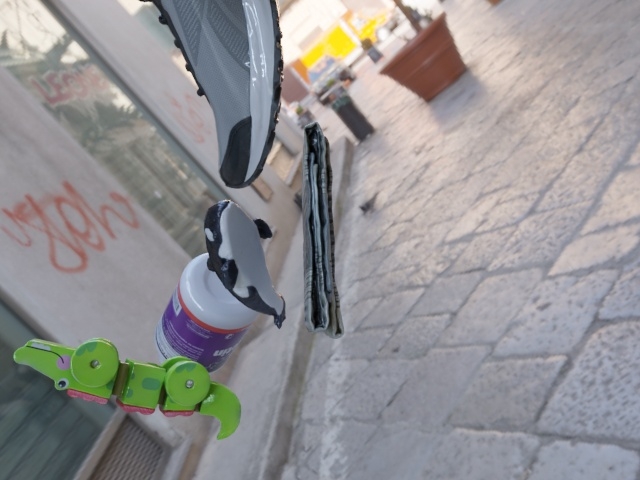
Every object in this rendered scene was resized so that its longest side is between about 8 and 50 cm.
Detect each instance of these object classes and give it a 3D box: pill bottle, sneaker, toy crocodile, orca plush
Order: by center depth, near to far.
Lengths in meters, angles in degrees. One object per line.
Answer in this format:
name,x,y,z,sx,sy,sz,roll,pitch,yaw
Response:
sneaker,-0.080,-0.169,0.476,0.108,0.271,0.100,-6,22,-2
toy crocodile,-0.276,0.211,0.991,0.115,0.341,0.105,-12,62,68
orca plush,-0.149,0.039,1.207,0.102,0.287,0.151,4,61,29
pill bottle,-0.255,0.180,1.473,0.181,0.182,0.323,-54,0,-45

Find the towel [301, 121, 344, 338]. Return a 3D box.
towel,0.000,0.000,1.083,0.056,0.311,0.324,-1,-7,-2
